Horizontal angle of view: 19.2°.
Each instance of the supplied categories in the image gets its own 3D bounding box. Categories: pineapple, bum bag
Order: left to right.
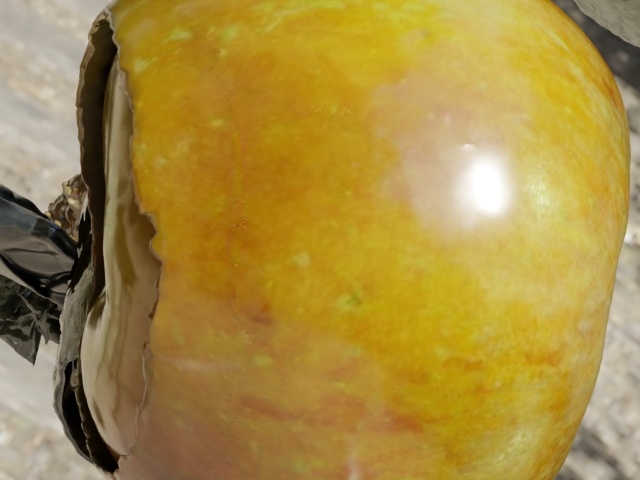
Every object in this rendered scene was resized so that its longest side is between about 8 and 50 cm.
[{"bbox_3d":[-0.263,-0.017,1.388,0.248,0.060,0.123,18,-23,23],"label":"bum bag"},{"bbox_3d":[-0.208,0.016,1.682,0.169,0.340,0.169,12,69,-33],"label":"pineapple"}]

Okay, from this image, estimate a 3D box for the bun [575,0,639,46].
[{"bbox_3d":[0.239,-0.296,1.315,0.211,0.362,0.362,2,8,22],"label":"bun"}]

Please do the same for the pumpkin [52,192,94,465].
[{"bbox_3d":[-0.043,0.059,1.286,0.256,0.303,0.225,7,55,18],"label":"pumpkin"}]

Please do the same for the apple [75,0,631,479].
[{"bbox_3d":[0.000,0.000,0.690,0.207,0.237,0.237,12,20,2],"label":"apple"}]
